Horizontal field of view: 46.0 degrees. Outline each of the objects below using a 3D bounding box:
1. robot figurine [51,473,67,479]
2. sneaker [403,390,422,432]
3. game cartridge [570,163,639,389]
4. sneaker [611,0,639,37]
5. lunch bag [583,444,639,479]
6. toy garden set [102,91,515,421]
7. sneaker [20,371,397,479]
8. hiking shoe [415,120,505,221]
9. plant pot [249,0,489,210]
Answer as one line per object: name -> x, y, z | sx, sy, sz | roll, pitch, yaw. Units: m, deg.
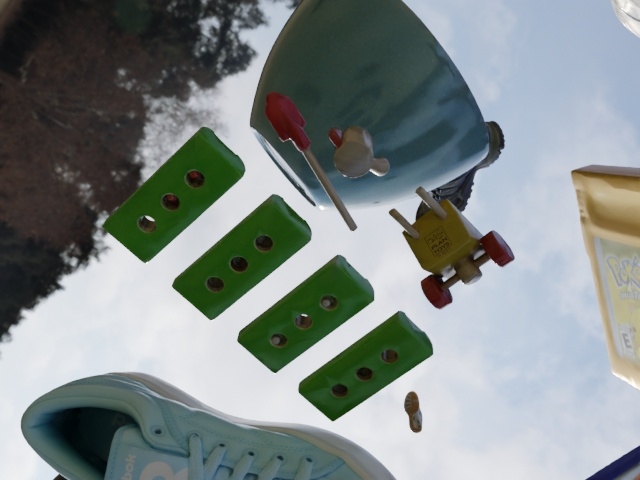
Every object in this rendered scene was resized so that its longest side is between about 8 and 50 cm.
robot figurine -> -0.234, 0.399, 0.902 | 0.174, 0.278, 0.209 | -50, 173, -18
sneaker -> 0.182, 0.333, 1.479 | 0.031, 0.083, 0.037 | -5, -174, 14
game cartridge -> 0.440, 0.064, 0.995 | 0.052, 0.324, 0.285 | -18, -170, -5
sneaker -> 0.273, -0.199, 0.599 | 0.080, 0.212, 0.094 | -41, -141, 28
lunch bag -> 0.354, 0.403, 0.728 | 0.385, 0.328, 0.239 | -33, -174, 9
toy garden set -> 0.000, 0.000, 0.564 | 0.203, 0.244, 0.049 | -39, -161, 22
sneaker -> -0.107, 0.211, 0.644 | 0.365, 0.150, 0.135 | 10, -88, 27
hiking shoe -> 0.198, -0.110, 1.237 | 0.227, 0.114, 0.086 | -61, -147, 34
plant pot -> 0.031, -0.147, 0.908 | 0.195, 0.290, 0.290 | -40, -157, -4
